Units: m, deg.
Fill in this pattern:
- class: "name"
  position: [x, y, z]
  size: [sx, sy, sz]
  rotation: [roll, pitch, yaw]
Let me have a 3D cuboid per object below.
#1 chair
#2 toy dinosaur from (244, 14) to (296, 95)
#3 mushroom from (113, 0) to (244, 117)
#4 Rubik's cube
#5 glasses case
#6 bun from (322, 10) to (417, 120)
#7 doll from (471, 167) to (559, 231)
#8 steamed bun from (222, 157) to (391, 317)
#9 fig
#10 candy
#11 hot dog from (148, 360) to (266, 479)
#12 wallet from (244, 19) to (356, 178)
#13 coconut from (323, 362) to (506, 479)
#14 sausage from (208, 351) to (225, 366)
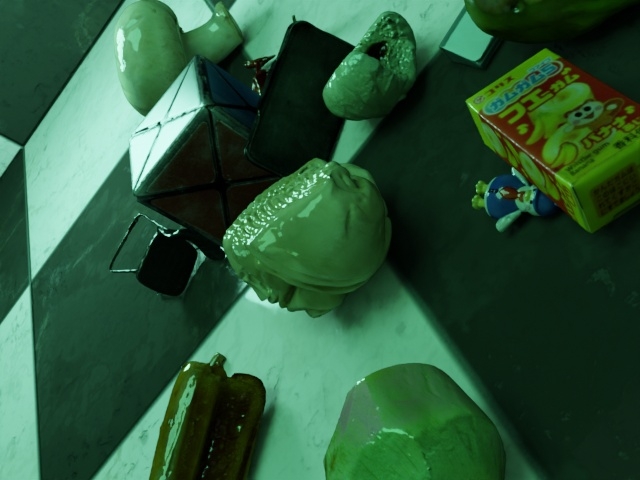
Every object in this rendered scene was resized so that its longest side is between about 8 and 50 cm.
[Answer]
- class: "chair"
  position: [-0.319, 0.041, 1.794]
  size: [0.221, 0.140, 0.145]
  rotation: [10, 73, 52]
- class: "toy dinosaur"
  position: [-0.151, -0.379, 1.919]
  size: [0.327, 0.113, 0.207]
  rotation: [-14, 54, 46]
- class: "mushroom"
  position: [-0.407, -0.486, 2.174]
  size: [0.356, 0.315, 0.315]
  rotation: [-52, 31, 34]
- class: "Rubik's cube"
  position: [-0.216, -0.176, 1.720]
  size: [0.255, 0.259, 0.260]
  rotation: [-45, 32, 19]
- class: "glasses case"
  position: [0.298, -0.415, 1.396]
  size: [0.266, 0.056, 0.105]
  rotation: [-58, 32, 3]
- class: "bun"
  position: [0.102, -0.298, 1.501]
  size: [0.212, 0.126, 0.204]
  rotation: [-53, 7, -1]
- class: "doll"
  position: [0.271, -0.057, 1.153]
  size: [0.143, 0.057, 0.099]
  rotation: [11, 81, 50]
- class: "steamed bun"
  position: [-0.001, 0.002, 1.342]
  size: [0.289, 0.203, 0.276]
  rotation: [-26, 20, 38]
- class: "fig"
  position: [0.350, -0.366, 1.205]
  size: [0.275, 0.206, 0.206]
  rotation: [16, 77, 28]
- class: "candy"
  position: [0.316, -0.136, 1.085]
  size: [0.146, 0.088, 0.276]
  rotation: [-33, 35, 3]
- class: "hot dog"
  position: [-0.196, 0.366, 1.362]
  size: [0.117, 0.158, 0.349]
  rotation: [149, 138, -64]
- class: "wallet"
  position: [-0.031, -0.259, 1.615]
  size: [0.045, 0.172, 0.318]
  rotation: [-21, 48, 64]
- class: "coconut"
  position: [0.102, 0.255, 1.000]
  size: [0.204, 0.236, 0.236]
  rotation: [-28, 29, -16]
- class: "sausage"
  position: [-0.219, 0.268, 1.579]
  size: [0.132, 0.024, 0.024]
  rotation: [-59, 33, -2]
